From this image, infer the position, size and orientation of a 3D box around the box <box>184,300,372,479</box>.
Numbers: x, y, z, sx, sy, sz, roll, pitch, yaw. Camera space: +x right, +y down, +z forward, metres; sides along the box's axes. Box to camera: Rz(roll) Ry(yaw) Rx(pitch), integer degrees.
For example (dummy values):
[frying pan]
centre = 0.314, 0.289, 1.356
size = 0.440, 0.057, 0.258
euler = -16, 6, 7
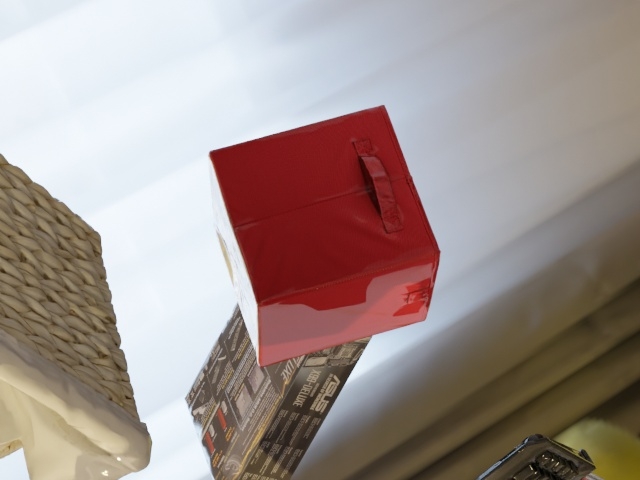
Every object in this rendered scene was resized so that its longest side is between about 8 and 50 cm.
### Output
[box]
centre = -0.063, 0.170, 2.110
size = 0.307, 0.076, 0.242
euler = -62, 29, 21

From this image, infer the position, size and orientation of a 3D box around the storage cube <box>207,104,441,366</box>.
[storage cube]
centre = 0.000, 0.000, 1.664
size = 0.215, 0.193, 0.183
euler = 96, 157, -65

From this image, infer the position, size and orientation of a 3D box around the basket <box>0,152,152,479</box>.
[basket]
centre = -0.374, 0.090, 1.329
size = 0.331, 0.328, 0.266
euler = 42, -154, -51

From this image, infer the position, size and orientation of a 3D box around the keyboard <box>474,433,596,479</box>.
[keyboard]
centre = 0.094, 0.273, 1.285
size = 0.033, 0.317, 0.201
euler = 56, -166, 28

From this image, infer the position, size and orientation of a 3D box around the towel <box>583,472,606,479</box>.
[towel]
centre = 0.409, 0.500, 2.200
size = 0.237, 0.037, 0.329
euler = 25, 116, 28
